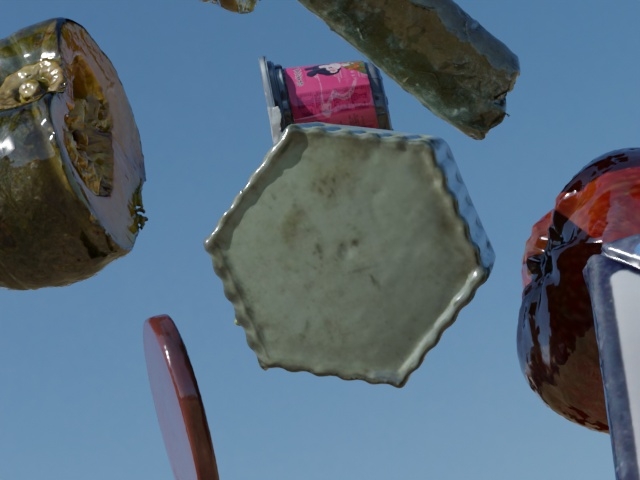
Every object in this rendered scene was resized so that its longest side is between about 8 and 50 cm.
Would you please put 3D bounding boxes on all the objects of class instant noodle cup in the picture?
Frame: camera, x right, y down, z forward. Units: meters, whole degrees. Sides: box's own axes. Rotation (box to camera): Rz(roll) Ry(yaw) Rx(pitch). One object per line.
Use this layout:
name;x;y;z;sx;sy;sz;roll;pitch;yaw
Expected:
instant noodle cup;0.016;-0.169;2.810;0.182;0.302;0.258;-11;-50;-1

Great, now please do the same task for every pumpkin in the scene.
pumpkin;-0.300;-0.058;1.851;0.232;0.325;0.242;-26;-63;14

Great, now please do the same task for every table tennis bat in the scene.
table tennis bat;-0.125;0.202;1.696;0.038;0.200;0.310;-15;-46;-11

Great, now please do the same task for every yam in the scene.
yam;0.069;-0.195;1.629;0.259;0.093;0.093;38;-40;-14

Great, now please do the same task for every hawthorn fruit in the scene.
hawthorn fruit;0.320;0.053;1.666;0.300;0.275;0.275;12;-13;16

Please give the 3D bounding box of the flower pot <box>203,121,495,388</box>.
flower pot;0.030;0.008;1.582;0.239;0.209;0.189;8;5;5

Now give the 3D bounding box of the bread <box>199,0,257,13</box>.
bread;-0.100;-0.426;2.428;0.333;0.160;0.333;15;-46;17

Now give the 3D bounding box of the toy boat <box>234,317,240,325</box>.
toy boat;0.007;0.008;2.367;0.099;0.293;0.108;34;0;-24

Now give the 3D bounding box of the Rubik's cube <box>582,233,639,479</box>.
Rubik's cube;0.373;0.163;1.237;0.305;0.307;0.310;-17;-47;16
